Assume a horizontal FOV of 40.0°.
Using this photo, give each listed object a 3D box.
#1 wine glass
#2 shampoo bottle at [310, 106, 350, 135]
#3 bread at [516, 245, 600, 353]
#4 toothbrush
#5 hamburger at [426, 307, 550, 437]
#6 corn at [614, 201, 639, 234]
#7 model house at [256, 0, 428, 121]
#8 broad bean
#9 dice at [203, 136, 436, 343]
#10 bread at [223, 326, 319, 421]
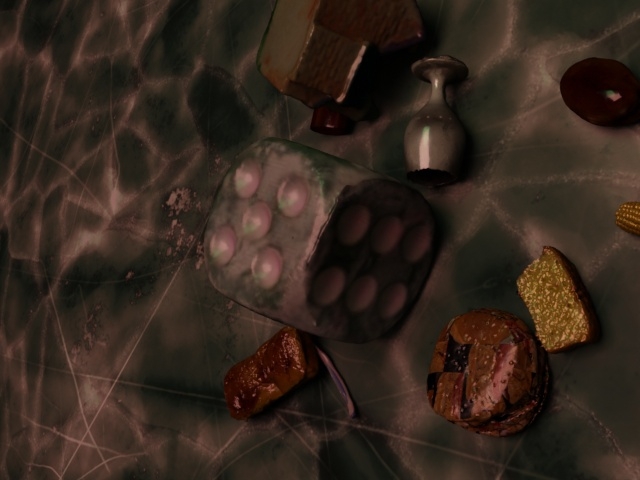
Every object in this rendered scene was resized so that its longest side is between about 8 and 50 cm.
[{"bbox_3d":[0.228,-0.232,1.734,0.127,0.126,0.241,-6,70,43],"label":"wine glass"},{"bbox_3d":[0.044,-0.372,1.994,0.102,0.064,0.260,5,81,45],"label":"shampoo bottle"},{"bbox_3d":[0.405,0.106,1.500,0.103,0.065,0.187,-41,54,30],"label":"bread"},{"bbox_3d":[0.016,0.265,1.849,0.021,0.027,0.269,99,150,-45],"label":"toothbrush"},{"bbox_3d":[0.293,0.230,1.544,0.231,0.107,0.230,-25,54,39],"label":"hamburger"},{"bbox_3d":[0.563,-0.019,1.384,0.206,0.067,0.067,20,91,48],"label":"corn"},{"bbox_3d":[0.060,-0.425,1.859,0.245,0.280,0.312,47,117,56],"label":"model house"},{"bbox_3d":[0.487,-0.260,1.525,0.114,0.084,0.165,-38,45,9],"label":"broad bean"},{"bbox_3d":[0.000,0.000,1.734,0.348,0.328,0.330,21,93,45],"label":"dice"},{"bbox_3d":[-0.112,0.296,1.916,0.271,0.077,0.139,-38,54,36],"label":"bread"}]
